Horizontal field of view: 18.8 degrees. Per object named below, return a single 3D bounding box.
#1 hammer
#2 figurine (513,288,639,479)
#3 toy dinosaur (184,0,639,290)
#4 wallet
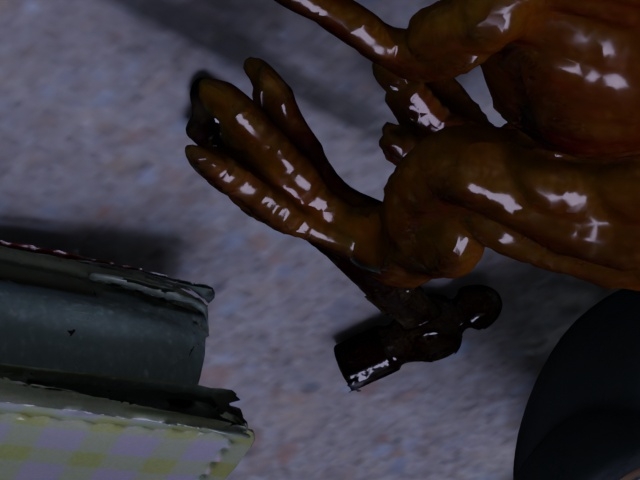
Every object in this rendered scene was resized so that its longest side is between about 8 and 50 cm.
[{"bbox_3d":[0.000,0.000,0.653,0.065,0.021,0.178,-29,141,15],"label":"hammer"},{"bbox_3d":[0.153,0.036,0.668,0.140,0.193,0.265,20,115,9],"label":"figurine"},{"bbox_3d":[0.085,-0.019,0.518,0.208,0.097,0.432,-3,142,47],"label":"toy dinosaur"},{"bbox_3d":[-0.173,0.116,0.680,0.223,0.077,0.309,6,138,-25],"label":"wallet"}]
